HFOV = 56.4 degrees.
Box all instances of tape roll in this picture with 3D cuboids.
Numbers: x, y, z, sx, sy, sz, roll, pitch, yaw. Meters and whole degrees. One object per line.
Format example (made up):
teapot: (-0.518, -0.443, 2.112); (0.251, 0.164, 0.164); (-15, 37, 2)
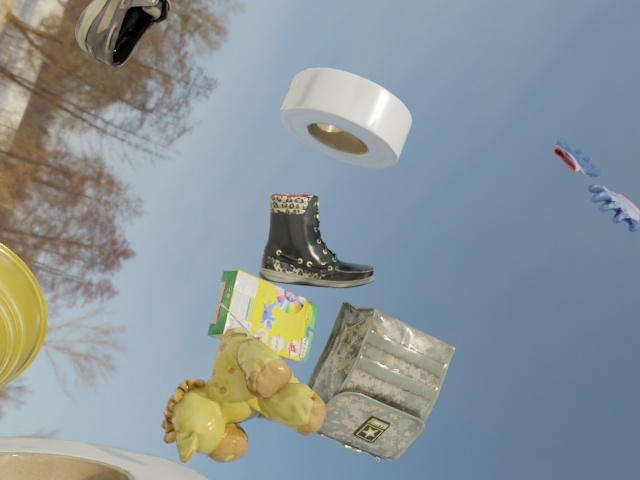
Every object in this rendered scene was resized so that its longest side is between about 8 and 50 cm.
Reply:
tape roll: (0.056, -0.268, 1.340); (0.286, 0.286, 0.100); (8, -107, 58)
tape roll: (-0.310, 0.282, 0.639); (0.392, 0.392, 0.072); (-8, -109, 55)

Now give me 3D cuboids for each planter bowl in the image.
planter bowl: (-0.382, 0.094, 0.566); (0.217, 0.217, 0.090); (-60, -154, 15)

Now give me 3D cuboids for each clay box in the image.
clay box: (-0.104, 0.151, 1.152); (0.053, 0.222, 0.128); (-7, -117, 42)

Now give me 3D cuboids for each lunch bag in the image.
lunch bag: (0.113, 0.305, 1.254); (0.169, 0.235, 0.287); (2, -114, 65)

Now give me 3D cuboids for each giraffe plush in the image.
giraffe plush: (-0.117, 0.215, 0.781); (0.170, 0.210, 0.181); (-46, 172, -13)

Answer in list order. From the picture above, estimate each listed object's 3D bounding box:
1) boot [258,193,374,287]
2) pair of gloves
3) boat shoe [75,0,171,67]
boot: (-0.001, 0.000, 1.200); (0.085, 0.236, 0.179); (-129, -137, -80)
pair of gloves: (0.440, -0.093, 0.958); (0.023, 0.159, 0.198); (-48, -114, 30)
boat shoe: (-0.377, -0.524, 1.283); (0.130, 0.132, 0.355); (43, -72, 12)
